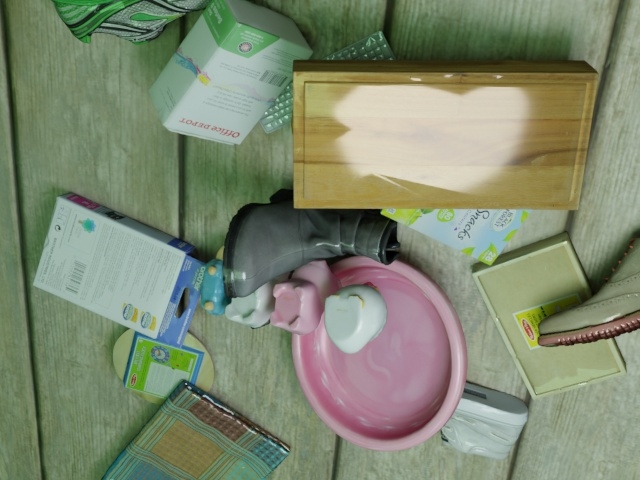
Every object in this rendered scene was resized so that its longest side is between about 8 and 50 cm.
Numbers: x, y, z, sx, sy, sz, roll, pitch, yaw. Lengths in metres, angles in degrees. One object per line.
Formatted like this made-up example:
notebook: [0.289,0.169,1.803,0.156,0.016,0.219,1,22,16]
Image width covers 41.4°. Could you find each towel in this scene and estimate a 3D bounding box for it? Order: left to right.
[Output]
towel: [-0.267,0.472,1.751,0.271,0.040,0.370,34,119,-11]

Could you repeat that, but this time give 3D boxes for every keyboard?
keyboard: [0.001,-0.250,1.358,0.256,0.014,0.072,-21,107,24]

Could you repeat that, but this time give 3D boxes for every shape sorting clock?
shape sorting clock: [-0.309,0.245,1.669,0.206,0.040,0.206,3,122,4]

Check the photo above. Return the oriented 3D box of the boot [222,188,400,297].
boot: [0.000,0.000,1.298,0.223,0.338,0.118,9,116,16]

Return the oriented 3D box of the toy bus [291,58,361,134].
toy bus: [0.054,-0.192,1.311,0.191,0.104,0.202,-39,137,9]

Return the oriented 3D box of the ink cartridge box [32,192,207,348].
ink cartridge box: [-0.362,0.056,1.566,0.311,0.065,0.185,24,106,7]

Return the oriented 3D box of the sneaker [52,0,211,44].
sneaker: [-0.250,-0.388,1.320,0.344,0.134,0.146,-1,140,13]

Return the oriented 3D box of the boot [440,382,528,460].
boot: [0.230,0.313,1.513,0.258,0.095,0.123,19,112,6]

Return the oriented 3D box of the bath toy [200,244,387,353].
bath toy: [-0.032,0.090,1.400,0.348,0.129,0.151,12,90,35]

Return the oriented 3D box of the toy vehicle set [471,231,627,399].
toy vehicle set: [0.383,0.132,1.416,0.166,0.035,0.267,-21,108,24]

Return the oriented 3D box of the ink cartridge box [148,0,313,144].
ink cartridge box: [-0.141,-0.259,1.306,0.212,0.154,0.093,-49,53,29]

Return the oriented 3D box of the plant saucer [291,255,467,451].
plant saucer: [0.105,0.185,1.440,0.332,0.084,0.332,4,96,34]

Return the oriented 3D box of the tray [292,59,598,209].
tray: [0.167,-0.148,1.201,0.411,0.076,0.202,0,116,-1]

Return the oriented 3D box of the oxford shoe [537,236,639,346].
oxford shoe: [0.490,0.067,1.313,0.348,0.123,0.130,-23,75,13]

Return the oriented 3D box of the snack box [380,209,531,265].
snack box: [0.223,-0.080,1.321,0.207,0.070,0.174,23,120,-12]
